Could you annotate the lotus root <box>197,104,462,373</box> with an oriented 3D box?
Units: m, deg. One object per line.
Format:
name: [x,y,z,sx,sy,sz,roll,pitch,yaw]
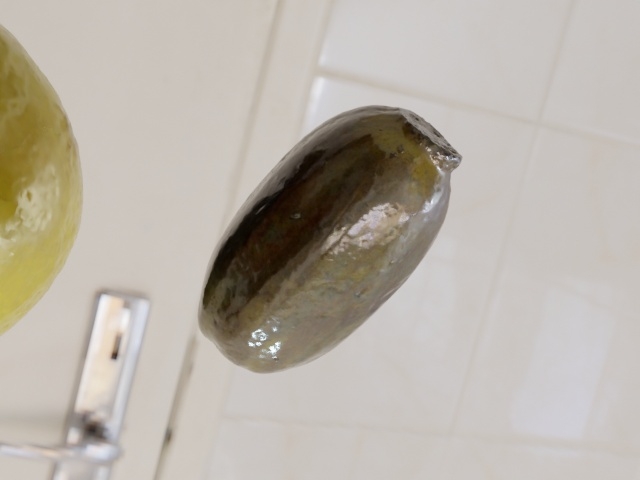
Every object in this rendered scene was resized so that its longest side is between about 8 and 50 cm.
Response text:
lotus root: [0.000,0.000,1.018,0.123,0.241,0.124,17,-146,-36]

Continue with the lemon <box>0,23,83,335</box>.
lemon: [-0.362,-0.042,1.131,0.347,0.348,0.348,14,-171,-2]
